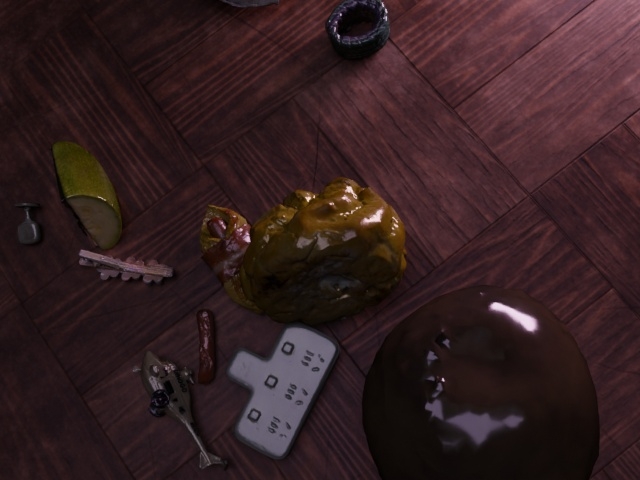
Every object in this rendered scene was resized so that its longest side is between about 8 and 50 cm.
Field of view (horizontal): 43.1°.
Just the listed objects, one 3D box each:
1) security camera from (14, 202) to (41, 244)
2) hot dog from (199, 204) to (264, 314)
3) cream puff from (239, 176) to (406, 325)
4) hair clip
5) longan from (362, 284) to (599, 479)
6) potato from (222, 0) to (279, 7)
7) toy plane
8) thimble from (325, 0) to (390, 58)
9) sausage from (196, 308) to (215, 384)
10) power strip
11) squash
[{"bbox_3d":[-0.647,-0.036,1.798,0.058,0.058,0.092,-2,88,7],"label":"security camera"},{"bbox_3d":[-0.179,0.029,1.692,0.123,0.093,0.261,-37,75,-2],"label":"hot dog"},{"bbox_3d":[-0.002,0.000,1.593,0.324,0.291,0.257,-25,47,19],"label":"cream puff"},{"bbox_3d":[-0.416,0.061,1.741,0.214,0.056,0.062,12,62,2],"label":"hair clip"},{"bbox_3d":[0.272,0.297,1.421,0.404,0.404,0.436,-9,79,5],"label":"longan"},{"bbox_3d":[-0.161,-0.665,1.866,0.189,0.211,0.264,-23,33,37],"label":"potato"},{"bbox_3d":[-0.280,0.344,1.639,0.108,0.092,0.286,-23,71,-25],"label":"toy plane"},{"bbox_3d":[0.085,-0.465,1.781,0.135,0.090,0.118,-31,74,-1],"label":"thimble"},{"bbox_3d":[-0.238,0.221,1.684,0.036,0.042,0.158,5,76,-30],"label":"sausage"},{"bbox_3d":[-0.096,0.285,1.636,0.194,0.059,0.265,25,81,12],"label":"power strip"},{"bbox_3d":[-0.514,-0.118,1.811,0.093,0.169,0.252,-28,41,-3],"label":"squash"}]
